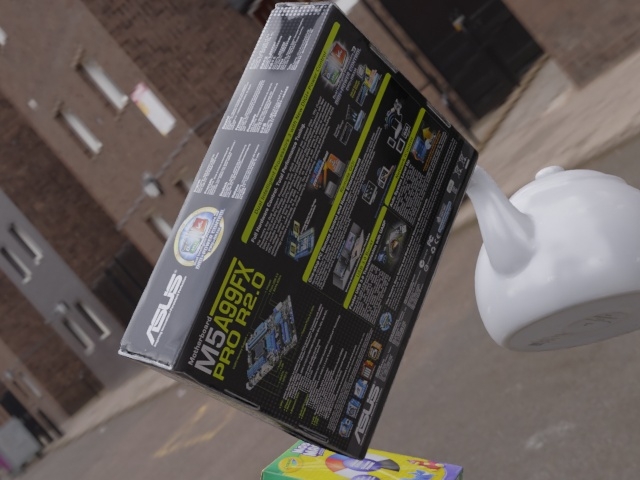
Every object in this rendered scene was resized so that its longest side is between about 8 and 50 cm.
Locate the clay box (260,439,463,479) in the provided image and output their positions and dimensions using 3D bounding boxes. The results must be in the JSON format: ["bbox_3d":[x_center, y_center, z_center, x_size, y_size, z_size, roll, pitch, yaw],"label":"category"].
[{"bbox_3d":[0.033,0.267,1.093,0.222,0.053,0.127,8,9,19],"label":"clay box"}]

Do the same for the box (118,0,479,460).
[{"bbox_3d":[0.000,0.000,0.729,0.060,0.216,0.270,9,72,43],"label":"box"}]

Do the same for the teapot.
[{"bbox_3d":[0.284,0.006,1.117,0.253,0.187,0.256,-12,-21,2],"label":"teapot"}]
